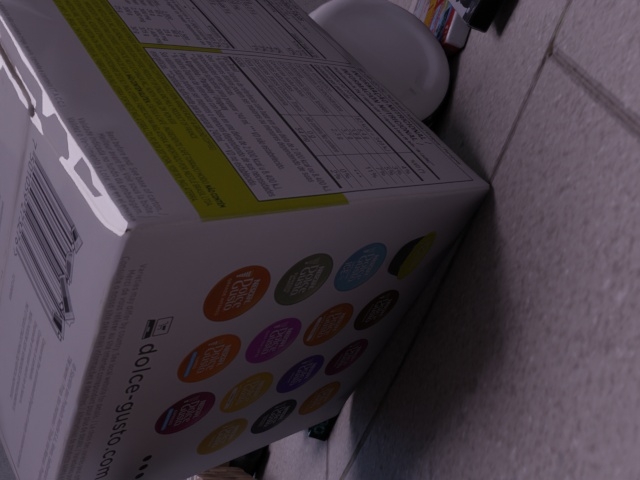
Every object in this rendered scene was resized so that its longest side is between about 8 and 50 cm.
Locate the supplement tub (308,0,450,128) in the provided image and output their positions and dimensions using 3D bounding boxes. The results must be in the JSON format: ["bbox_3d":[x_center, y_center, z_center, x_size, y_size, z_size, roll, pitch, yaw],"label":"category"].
[{"bbox_3d":[0.023,-0.149,0.888,0.316,0.194,0.193,127,160,-63],"label":"supplement tub"}]

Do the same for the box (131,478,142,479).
[{"bbox_3d":[-0.066,0.272,0.500,0.114,0.203,0.103,-146,75,-81],"label":"box"}]

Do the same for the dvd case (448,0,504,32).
[{"bbox_3d":[0.184,-0.341,0.715,0.238,0.030,0.179,-93,27,-56],"label":"dvd case"}]

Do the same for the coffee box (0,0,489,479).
[{"bbox_3d":[-0.128,-0.016,0.621,0.338,0.335,0.337,51,131,29],"label":"coffee box"}]

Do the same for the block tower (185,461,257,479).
[{"bbox_3d":[-0.184,0.395,1.059,0.335,0.097,0.090,-7,73,64],"label":"block tower"}]

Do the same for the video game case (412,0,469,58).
[{"bbox_3d":[0.166,-0.323,0.922,0.285,0.025,0.204,-179,108,-82],"label":"video game case"}]

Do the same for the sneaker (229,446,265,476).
[{"bbox_3d":[-0.126,0.304,1.242,0.286,0.109,0.130,-93,27,-44],"label":"sneaker"}]

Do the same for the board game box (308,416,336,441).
[{"bbox_3d":[0.026,0.133,0.823,0.126,0.026,0.186,-93,24,-68],"label":"board game box"}]
